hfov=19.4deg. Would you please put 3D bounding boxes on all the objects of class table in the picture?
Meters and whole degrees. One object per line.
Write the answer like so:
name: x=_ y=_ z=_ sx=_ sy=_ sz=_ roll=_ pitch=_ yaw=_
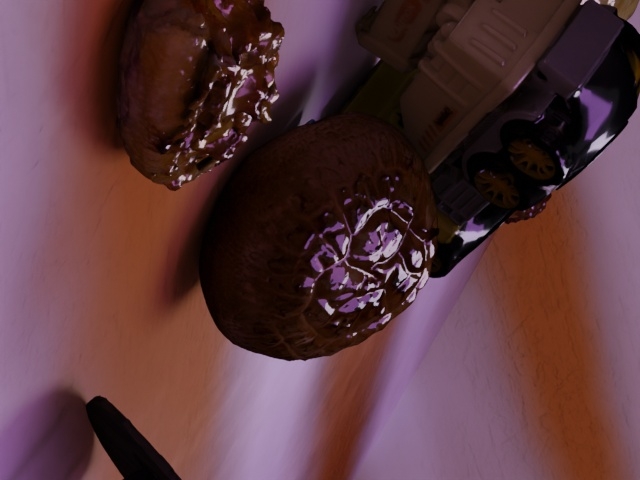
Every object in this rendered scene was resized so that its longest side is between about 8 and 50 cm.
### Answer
table: x=-0.211 y=0.313 z=1.631 sx=0.249 sy=0.317 sz=0.317 roll=-41 pitch=165 yaw=-14

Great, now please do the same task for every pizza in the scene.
pizza: x=-0.077 y=-0.111 z=1.316 sx=0.161 sy=0.085 sz=0.305 roll=-58 pitch=171 yaw=-5

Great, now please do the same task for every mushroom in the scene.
mushroom: x=0.000 y=0.000 z=1.740 sx=0.253 sy=0.153 sz=0.253 roll=-26 pitch=136 yaw=-29

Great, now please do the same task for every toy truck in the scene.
toy truck: x=0.136 y=-0.132 z=1.830 sx=0.180 sy=0.254 sz=0.405 roll=-50 pitch=-179 yaw=-28

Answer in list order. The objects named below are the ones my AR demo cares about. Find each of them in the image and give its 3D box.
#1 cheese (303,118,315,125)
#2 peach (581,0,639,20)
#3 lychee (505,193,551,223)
cheese: x=-0.036 y=-0.012 z=1.869 sx=0.135 sy=0.052 sz=0.244 roll=-50 pitch=157 yaw=-26
peach: x=0.240 y=-0.305 z=1.983 sx=0.235 sy=0.214 sz=0.214 roll=-12 pitch=135 yaw=-52
lychee: x=0.240 y=-0.112 z=2.591 sx=0.188 sy=0.188 sz=0.188 roll=-55 pitch=169 yaw=-16
